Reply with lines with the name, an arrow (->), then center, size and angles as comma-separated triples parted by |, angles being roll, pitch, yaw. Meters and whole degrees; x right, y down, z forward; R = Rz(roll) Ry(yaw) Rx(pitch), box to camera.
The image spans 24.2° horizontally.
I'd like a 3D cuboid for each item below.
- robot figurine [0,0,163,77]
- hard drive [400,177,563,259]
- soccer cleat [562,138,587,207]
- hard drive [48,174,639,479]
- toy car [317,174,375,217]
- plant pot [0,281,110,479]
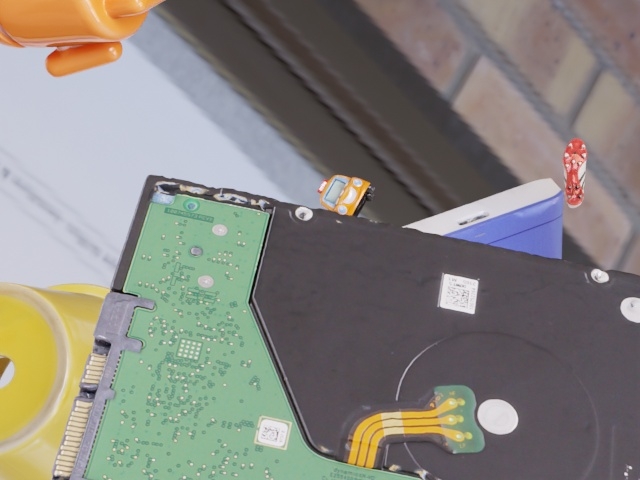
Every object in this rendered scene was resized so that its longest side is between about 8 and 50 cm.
robot figurine -> -0.248, -0.244, 1.415 | 0.219, 0.128, 0.158 | 1, 154, 28
hard drive -> 0.171, 0.094, 1.679 | 0.040, 0.210, 0.318 | -125, 21, -46
soccer cleat -> 0.298, -0.078, 1.758 | 0.029, 0.083, 0.035 | 1, 165, 5
hard drive -> 0.040, 0.100, 0.815 | 0.339, 0.237, 0.064 | 12, 141, -1
toy car -> 0.000, 0.000, 1.159 | 0.040, 0.122, 0.060 | 30, -169, 5
plant pot -> -0.270, 0.151, 1.463 | 0.254, 0.254, 0.239 | 22, 170, 20
